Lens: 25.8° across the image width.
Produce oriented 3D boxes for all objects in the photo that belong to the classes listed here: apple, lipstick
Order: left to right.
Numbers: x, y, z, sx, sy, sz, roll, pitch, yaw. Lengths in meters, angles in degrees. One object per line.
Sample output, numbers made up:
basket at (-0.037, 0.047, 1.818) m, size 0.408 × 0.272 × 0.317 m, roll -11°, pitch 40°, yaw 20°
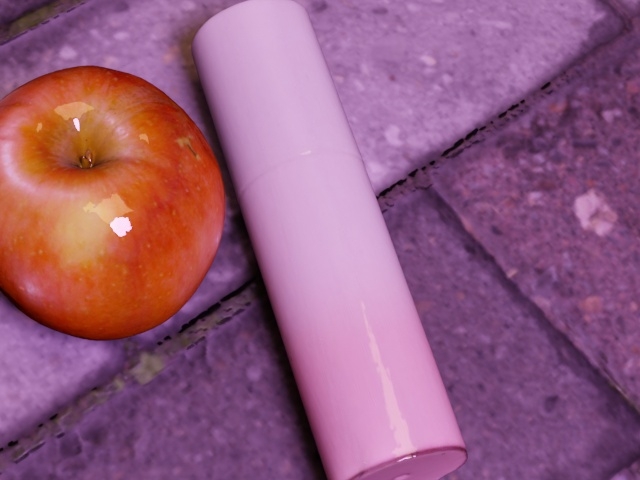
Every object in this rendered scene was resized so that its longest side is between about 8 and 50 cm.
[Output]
apple at (-0.135, -0.019, 0.843) m, size 0.163 × 0.139 × 0.163 m, roll 1°, pitch 58°, yaw -1°
lipstick at (0.000, 0.000, 0.894) m, size 0.087 × 0.087 × 0.327 m, roll -10°, pitch 65°, yaw -20°
